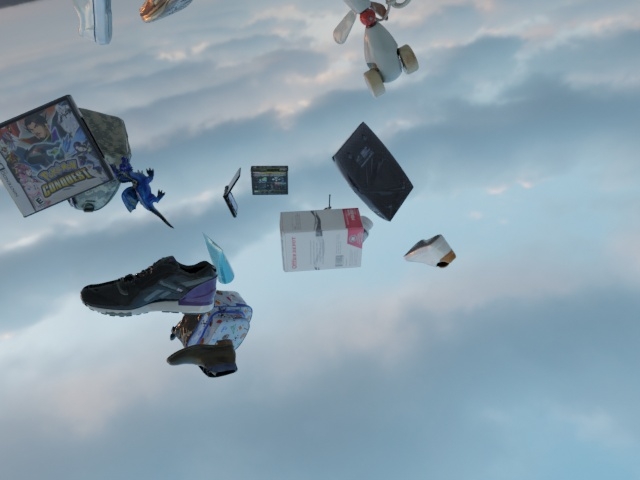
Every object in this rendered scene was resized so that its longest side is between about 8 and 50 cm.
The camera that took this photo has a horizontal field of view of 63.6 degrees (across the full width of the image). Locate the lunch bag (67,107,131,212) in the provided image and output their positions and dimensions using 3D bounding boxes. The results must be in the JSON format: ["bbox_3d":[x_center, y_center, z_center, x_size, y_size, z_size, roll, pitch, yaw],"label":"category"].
[{"bbox_3d":[-0.791,-0.273,1.774,0.213,0.255,0.305,5,-144,-33],"label":"lunch bag"}]

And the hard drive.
[{"bbox_3d":[0.148,-0.192,1.476,0.054,0.254,0.172,-12,-144,54],"label":"hard drive"}]

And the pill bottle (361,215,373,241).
[{"bbox_3d":[0.176,-0.033,2.535,0.108,0.108,0.180,20,-117,43],"label":"pill bottle"}]

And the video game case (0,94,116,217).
[{"bbox_3d":[-0.745,-0.226,1.405,0.275,0.248,0.035,-23,-162,0],"label":"video game case"}]

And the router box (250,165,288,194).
[{"bbox_3d":[-0.165,-0.196,1.682,0.123,0.092,0.038,-1,-142,-5],"label":"router box"}]

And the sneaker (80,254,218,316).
[{"bbox_3d":[-0.363,0.085,1.115,0.284,0.124,0.107,2,-160,-33],"label":"sneaker"}]

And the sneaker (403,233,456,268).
[{"bbox_3d":[0.400,0.063,1.908,0.106,0.123,0.290,-43,-176,-13],"label":"sneaker"}]

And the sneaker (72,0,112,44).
[{"bbox_3d":[-0.595,-0.635,1.334,0.092,0.258,0.094,11,-141,-10],"label":"sneaker"}]

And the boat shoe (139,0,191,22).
[{"bbox_3d":[-0.436,-0.737,1.500,0.325,0.116,0.123,-9,-152,42],"label":"boat shoe"}]

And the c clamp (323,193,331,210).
[{"bbox_3d":[-0.010,-0.072,1.871,0.161,0.022,0.137,-38,-143,41],"label":"c clamp"}]

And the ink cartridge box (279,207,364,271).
[{"bbox_3d":[0.000,0.000,1.408,0.218,0.158,0.092,-5,-136,-5],"label":"ink cartridge box"}]

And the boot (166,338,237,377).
[{"bbox_3d":[-0.368,0.387,1.637,0.220,0.082,0.106,-10,-123,-25],"label":"boot"}]

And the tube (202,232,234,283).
[{"bbox_3d":[-0.278,0.054,1.417,0.080,0.207,0.052,34,-113,18],"label":"tube"}]

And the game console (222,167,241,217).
[{"bbox_3d":[-0.238,-0.138,1.482,0.071,0.107,0.122,-23,-159,2],"label":"game console"}]

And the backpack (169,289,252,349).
[{"bbox_3d":[-0.385,0.306,1.963,0.213,0.276,0.264,45,-156,23],"label":"backpack"}]

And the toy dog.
[{"bbox_3d":[0.152,-0.584,1.477,0.221,0.333,0.161,-12,-155,-6],"label":"toy dog"}]

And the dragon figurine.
[{"bbox_3d":[-0.574,-0.140,1.648,0.085,0.288,0.144,-4,-153,20],"label":"dragon figurine"}]
